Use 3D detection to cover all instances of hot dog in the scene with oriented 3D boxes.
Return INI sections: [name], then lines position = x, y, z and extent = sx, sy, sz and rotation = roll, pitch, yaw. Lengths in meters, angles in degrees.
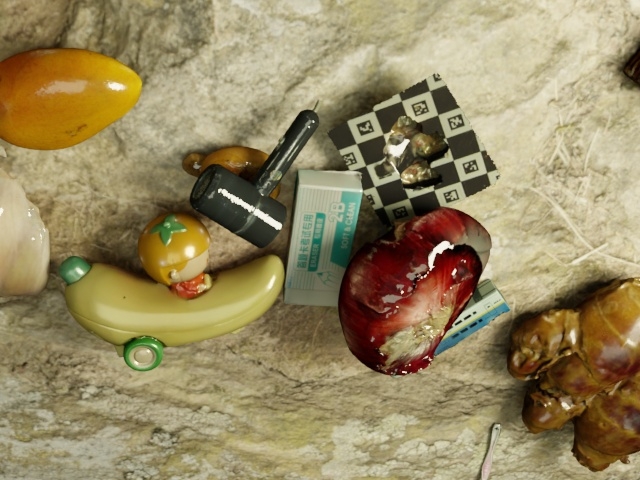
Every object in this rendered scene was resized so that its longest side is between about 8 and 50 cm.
[hot dog]
position = -0.127, -0.093, 1.057
extent = 0.140, 0.060, 0.090
rotation = -5, 117, -13

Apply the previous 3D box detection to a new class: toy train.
[toy train]
position = 0.201, 0.152, 1.218
extent = 0.233, 0.052, 0.051
rotation = -34, 113, 13

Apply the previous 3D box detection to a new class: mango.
[mango]
position = -0.340, -0.184, 0.961
extent = 0.217, 0.102, 0.141
rotation = -10, 124, 3

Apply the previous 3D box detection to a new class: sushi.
[sushi]
position = 0.135, -0.129, 1.062
extent = 0.192, 0.040, 0.210
rotation = -26, 124, 18

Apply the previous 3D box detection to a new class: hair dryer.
[hair dryer]
position = -0.070, -0.105, 0.998
extent = 0.124, 0.071, 0.219
rotation = 34, 98, -27

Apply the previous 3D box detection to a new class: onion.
[onion]
position = 0.125, 0.056, 1.096
extent = 0.272, 0.195, 0.272
rotation = -32, 141, -31

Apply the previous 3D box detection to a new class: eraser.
[eraser]
position = 0.000, 0.000, 1.100
extent = 0.095, 0.052, 0.225
rotation = 3, 128, -8

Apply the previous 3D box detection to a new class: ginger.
[ginger]
position = 0.468, 0.236, 1.230
extent = 0.274, 0.152, 0.358
rotation = -20, 116, 5

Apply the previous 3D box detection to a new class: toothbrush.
[toothbrush]
position = 0.318, 0.430, 1.391
extent = 0.017, 0.022, 0.204
rotation = 10, 117, 7

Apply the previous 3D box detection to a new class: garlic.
[garlic]
position = -0.499, -0.017, 1.033
extent = 0.217, 0.110, 0.228
rotation = 6, 117, -4

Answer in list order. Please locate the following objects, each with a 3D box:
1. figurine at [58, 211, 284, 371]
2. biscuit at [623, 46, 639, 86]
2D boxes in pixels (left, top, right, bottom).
[figurine]
position = -0.216, 0.060, 1.096
extent = 0.324, 0.124, 0.222
rotation = -11, 115, -3
[biscuit]
position = 0.579, -0.352, 0.978
extent = 0.107, 0.073, 0.388
rotation = 27, 111, -19
